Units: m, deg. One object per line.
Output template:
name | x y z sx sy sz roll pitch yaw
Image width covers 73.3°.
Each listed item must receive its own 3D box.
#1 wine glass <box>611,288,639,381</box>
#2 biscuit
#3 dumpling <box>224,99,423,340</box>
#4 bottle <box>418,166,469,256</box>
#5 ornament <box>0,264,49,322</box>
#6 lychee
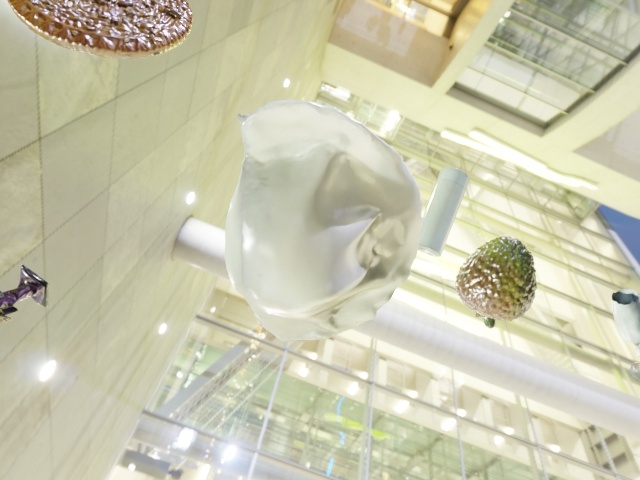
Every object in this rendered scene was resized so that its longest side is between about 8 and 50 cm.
wine glass | 0.707 0.212 0.963 0.074 0.262 0.074 -26 -156 13
biscuit | -0.380 -0.428 0.763 0.038 0.306 0.305 118 -8 -50
dumpling | 0.000 0.004 0.368 0.126 0.167 0.215 -51 150 -79
bottle | 0.280 -0.066 1.001 0.072 0.072 0.201 141 -29 -80
ornament | -0.679 0.150 0.893 0.203 0.088 0.081 -53 171 -48
lychee | 0.260 0.064 0.636 0.114 0.114 0.146 -77 176 -63
